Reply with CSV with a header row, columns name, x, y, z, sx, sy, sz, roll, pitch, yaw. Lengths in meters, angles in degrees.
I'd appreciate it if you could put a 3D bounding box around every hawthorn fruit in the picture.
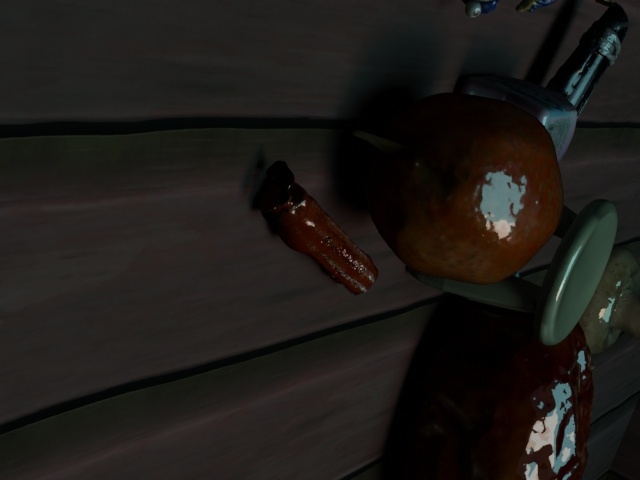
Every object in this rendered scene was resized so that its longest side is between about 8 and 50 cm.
name,x,y,z,sx,sy,sz,roll,pitch,yaw
hawthorn fruit,0.129,-0.062,1.484,0.262,0.210,0.210,15,100,-50

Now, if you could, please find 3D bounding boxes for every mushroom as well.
name,x,y,z,sx,sy,sz,roll,pitch,yaw
mushroom,0.511,0.113,2.487,0.204,0.204,0.204,-48,152,-36

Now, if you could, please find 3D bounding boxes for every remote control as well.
name,x,y,z,sx,sy,sz,roll,pitch,yaw
remote control,0.334,-0.196,1.894,0.266,0.066,0.090,-53,170,-1

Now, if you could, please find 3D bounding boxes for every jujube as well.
name,x,y,z,sx,sy,sz,roll,pitch,yaw
jujube,0.252,0.263,2.013,0.276,0.276,0.377,-26,124,-57

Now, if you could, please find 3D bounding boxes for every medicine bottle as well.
name,x,y,z,sx,sy,sz,roll,pitch,yaw
medicine bottle,0.240,-0.141,1.727,0.188,0.119,0.094,-14,127,-62

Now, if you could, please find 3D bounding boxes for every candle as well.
name,x,y,z,sx,sy,sz,roll,pitch,yaw
candle,0.000,0.000,1.439,0.051,0.048,0.329,-24,158,9

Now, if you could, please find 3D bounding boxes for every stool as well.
name,x,y,z,sx,sy,sz,roll,pitch,yaw
stool,0.249,0.005,1.802,0.195,0.198,0.195,-64,157,3

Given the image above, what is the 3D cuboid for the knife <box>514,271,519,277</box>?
name,x,y,z,sx,sy,sz,roll,pitch,yaw
knife,0.256,0.194,2.249,0.044,0.019,0.313,6,105,-64

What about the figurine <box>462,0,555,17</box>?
name,x,y,z,sx,sy,sz,roll,pitch,yaw
figurine,0.236,-0.343,1.540,0.262,0.120,0.164,-37,142,-19

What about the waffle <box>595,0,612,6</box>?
name,x,y,z,sx,sy,sz,roll,pitch,yaw
waffle,0.381,-0.424,1.834,0.219,0.057,0.229,-67,159,6
